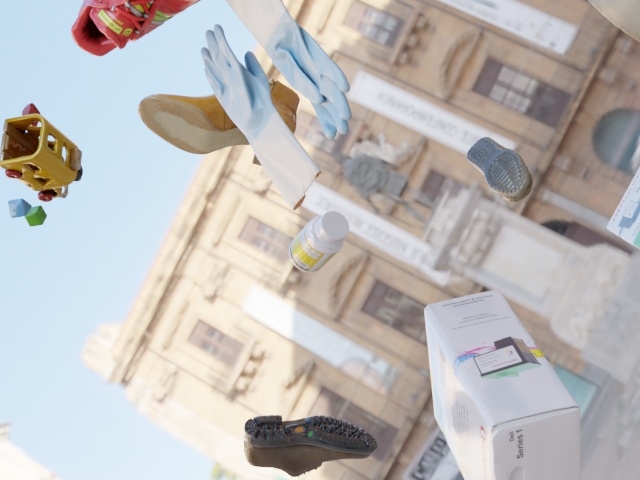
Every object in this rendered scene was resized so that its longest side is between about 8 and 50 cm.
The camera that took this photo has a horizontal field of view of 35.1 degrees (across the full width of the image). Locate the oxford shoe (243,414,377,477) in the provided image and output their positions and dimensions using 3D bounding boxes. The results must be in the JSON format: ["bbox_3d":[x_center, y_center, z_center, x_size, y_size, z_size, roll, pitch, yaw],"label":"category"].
[{"bbox_3d":[-0.018,0.353,1.716,0.083,0.227,0.096,-92,7,-65],"label":"oxford shoe"}]

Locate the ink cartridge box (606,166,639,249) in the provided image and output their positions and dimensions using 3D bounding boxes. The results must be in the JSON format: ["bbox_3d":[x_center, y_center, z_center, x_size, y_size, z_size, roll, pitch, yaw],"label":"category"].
[{"bbox_3d":[0.500,-0.048,1.438,0.153,0.086,0.208,-63,2,9],"label":"ink cartridge box"}]

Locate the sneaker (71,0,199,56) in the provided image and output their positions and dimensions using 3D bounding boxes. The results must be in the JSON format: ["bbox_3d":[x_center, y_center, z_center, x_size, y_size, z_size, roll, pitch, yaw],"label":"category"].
[{"bbox_3d":[-0.200,-0.273,1.150,0.279,0.107,0.118,-16,39,55],"label":"sneaker"}]

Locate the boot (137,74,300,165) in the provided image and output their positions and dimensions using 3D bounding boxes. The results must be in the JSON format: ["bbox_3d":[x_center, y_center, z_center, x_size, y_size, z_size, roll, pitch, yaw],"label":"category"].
[{"bbox_3d":[-0.188,-0.258,1.937,0.211,0.295,0.104,-82,15,-46],"label":"boot"}]

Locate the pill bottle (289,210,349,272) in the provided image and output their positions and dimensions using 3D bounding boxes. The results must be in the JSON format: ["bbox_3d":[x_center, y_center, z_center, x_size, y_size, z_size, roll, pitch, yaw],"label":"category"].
[{"bbox_3d":[0.000,0.000,1.574,0.065,0.065,0.116,-51,4,-34],"label":"pill bottle"}]

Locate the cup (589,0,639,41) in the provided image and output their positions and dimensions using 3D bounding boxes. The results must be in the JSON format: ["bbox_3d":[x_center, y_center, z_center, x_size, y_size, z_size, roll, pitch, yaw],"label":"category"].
[{"bbox_3d":[0.620,-0.485,1.691,0.331,0.331,0.237,-44,-12,-49],"label":"cup"}]

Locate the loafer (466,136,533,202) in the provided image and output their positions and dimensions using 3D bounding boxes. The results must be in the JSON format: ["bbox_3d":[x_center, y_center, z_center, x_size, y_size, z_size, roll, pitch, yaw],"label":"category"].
[{"bbox_3d":[0.235,-0.087,1.282,0.056,0.050,0.148,-46,28,13],"label":"loafer"}]

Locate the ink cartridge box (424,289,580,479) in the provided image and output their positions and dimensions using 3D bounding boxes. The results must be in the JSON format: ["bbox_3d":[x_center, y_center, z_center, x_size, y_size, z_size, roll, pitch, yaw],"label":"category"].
[{"bbox_3d":[0.235,0.226,1.328,0.278,0.117,0.201,-113,12,-60],"label":"ink cartridge box"}]

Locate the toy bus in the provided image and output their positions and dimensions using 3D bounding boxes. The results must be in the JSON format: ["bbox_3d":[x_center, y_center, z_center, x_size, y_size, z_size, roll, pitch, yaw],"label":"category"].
[{"bbox_3d":[-0.472,-0.139,1.776,0.202,0.104,0.191,-62,-39,-62],"label":"toy bus"}]

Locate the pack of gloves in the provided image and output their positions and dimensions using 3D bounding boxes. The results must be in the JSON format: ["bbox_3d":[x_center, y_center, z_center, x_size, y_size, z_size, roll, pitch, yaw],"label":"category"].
[{"bbox_3d":[-0.043,-0.180,1.111,0.046,0.232,0.195,-24,-17,-36],"label":"pack of gloves"}]
